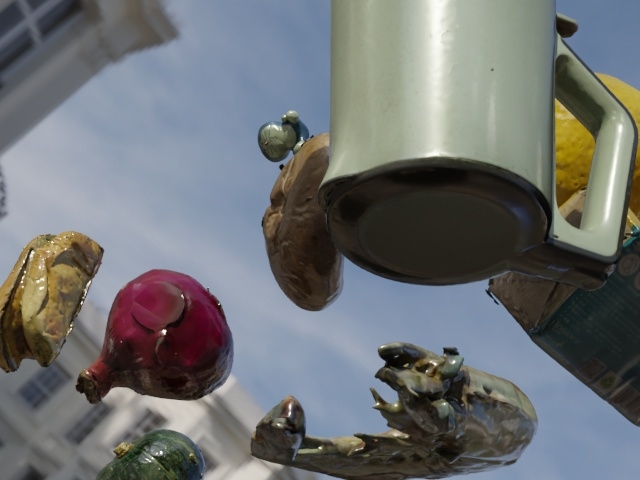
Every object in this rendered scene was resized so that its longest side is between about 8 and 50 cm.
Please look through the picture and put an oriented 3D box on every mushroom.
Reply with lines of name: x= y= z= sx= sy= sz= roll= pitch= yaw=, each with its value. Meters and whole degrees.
mushroom: x=0.000 y=0.000 z=2.008 sx=0.156 sy=0.151 sz=0.286 roll=5 pitch=-59 yaw=-9

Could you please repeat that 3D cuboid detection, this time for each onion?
onion: x=-0.201 y=0.119 z=1.685 sx=0.173 sy=0.198 sz=0.135 roll=47 pitch=-26 yaw=28

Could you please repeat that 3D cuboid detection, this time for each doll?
doll: x=-0.056 y=-0.152 z=2.167 sx=0.083 sy=0.050 sz=0.076 roll=-18 pitch=-93 yaw=23

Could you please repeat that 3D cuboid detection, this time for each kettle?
kettle: x=0.173 y=-0.144 z=1.499 sx=0.361 sy=0.377 sz=0.250 roll=19 pitch=-36 yaw=-21

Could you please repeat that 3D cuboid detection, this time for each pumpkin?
pumpkin: x=-0.266 y=0.376 z=2.194 sx=0.146 sy=0.190 sz=0.190 roll=36 pitch=-26 yaw=7

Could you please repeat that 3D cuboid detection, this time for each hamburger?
hamburger: x=-0.461 y=0.086 z=2.296 sx=0.124 sy=0.262 sz=0.131 roll=-5 pitch=-42 yaw=28

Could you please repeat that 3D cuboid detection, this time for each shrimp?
shrimp: x=0.055 y=0.152 z=1.164 sx=0.247 sy=0.085 sz=0.360 roll=-7 pitch=-20 yaw=5

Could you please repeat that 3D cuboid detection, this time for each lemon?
lemon: x=0.361 y=-0.095 z=1.949 sx=0.293 sy=0.293 sz=0.293 roll=34 pitch=-27 yaw=20

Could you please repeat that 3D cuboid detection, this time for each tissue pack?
tissue pack: x=0.360 y=0.080 z=1.730 sx=0.271 sy=0.192 sz=0.134 roll=39 pitch=10 yaw=-37
